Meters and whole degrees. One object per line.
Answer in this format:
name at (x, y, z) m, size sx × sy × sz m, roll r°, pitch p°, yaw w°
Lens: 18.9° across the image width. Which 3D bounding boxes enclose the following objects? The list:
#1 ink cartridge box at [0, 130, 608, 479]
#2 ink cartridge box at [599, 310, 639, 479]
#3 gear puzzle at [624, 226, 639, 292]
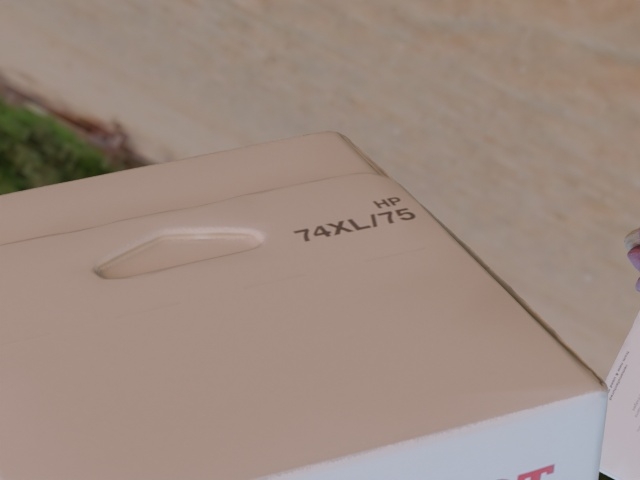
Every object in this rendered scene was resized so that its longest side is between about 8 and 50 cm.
ink cartridge box at (-0.041, 0.132, 0.688) m, size 0.198 × 0.270 × 0.197 m, roll -13°, pitch -147°, yaw -22°
ink cartridge box at (0.400, 0.193, 1.827) m, size 0.233 × 0.168 × 0.171 m, roll 25°, pitch 179°, yaw 43°
gear puzzle at (0.327, 0.029, 1.155) m, size 0.175 × 0.044 × 0.339 m, roll 56°, pitch 144°, yaw -5°
